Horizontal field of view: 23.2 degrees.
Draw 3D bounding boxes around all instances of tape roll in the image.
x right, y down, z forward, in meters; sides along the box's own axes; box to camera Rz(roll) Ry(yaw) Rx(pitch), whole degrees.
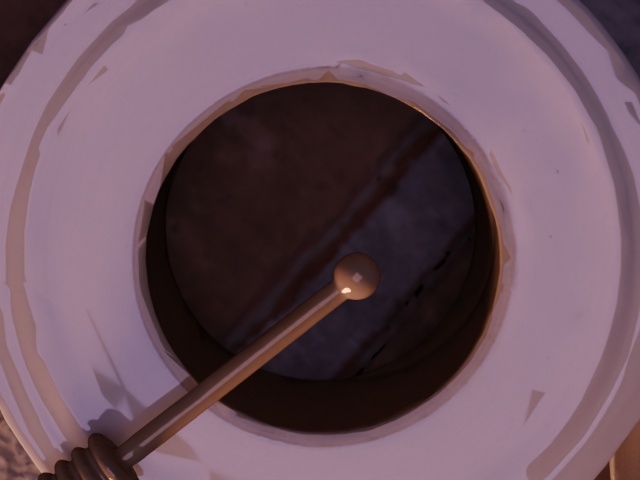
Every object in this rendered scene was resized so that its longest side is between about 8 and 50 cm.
[{"bbox_3d":[0.000,0.000,0.649,0.286,0.100,0.286,0,98,0],"label":"tape roll"}]

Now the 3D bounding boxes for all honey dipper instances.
[{"bbox_3d":[-0.042,0.059,0.592,0.161,0.030,0.030,-37,97,1],"label":"honey dipper"}]

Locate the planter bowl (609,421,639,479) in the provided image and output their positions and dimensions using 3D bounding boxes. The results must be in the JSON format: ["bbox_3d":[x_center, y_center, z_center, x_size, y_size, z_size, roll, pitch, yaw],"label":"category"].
[{"bbox_3d":[0.216,0.111,0.649,0.109,0.162,0.162,-24,98,-24],"label":"planter bowl"}]
